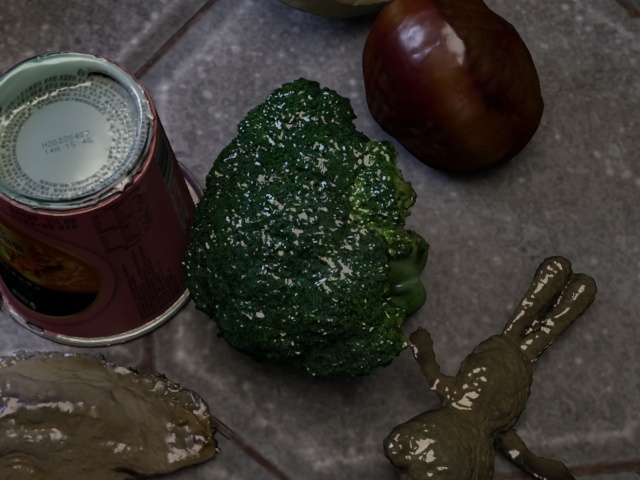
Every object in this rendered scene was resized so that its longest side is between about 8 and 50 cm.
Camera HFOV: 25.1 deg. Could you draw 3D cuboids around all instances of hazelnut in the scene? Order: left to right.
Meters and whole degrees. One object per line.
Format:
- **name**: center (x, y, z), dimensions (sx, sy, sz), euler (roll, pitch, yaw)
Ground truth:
- **hazelnut**: center (0.133, -0.163, 1.480), dimensions (0.178, 0.178, 0.204), euler (-46, 106, -20)

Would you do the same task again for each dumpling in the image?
- **dumpling**: center (-0.270, 0.168, 1.352), dimensions (0.332, 0.086, 0.166), euler (-13, 70, -13)

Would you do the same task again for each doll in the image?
- **doll**: center (0.161, 0.134, 1.385), dimensions (0.203, 0.091, 0.285), euler (21, 74, -29)

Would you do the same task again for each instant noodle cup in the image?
- **instant noodle cup**: center (-0.225, -0.049, 1.358), dimensions (0.244, 0.255, 0.243), euler (0, 66, 0)

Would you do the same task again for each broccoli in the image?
- **broccoli**: center (0.000, 0.000, 1.358), dimensions (0.265, 0.245, 0.294), euler (-41, 63, 27)

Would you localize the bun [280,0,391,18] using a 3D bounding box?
- **bun**: center (-0.001, -0.373, 1.560), dimensions (0.287, 0.146, 0.287), euler (8, 77, -35)
